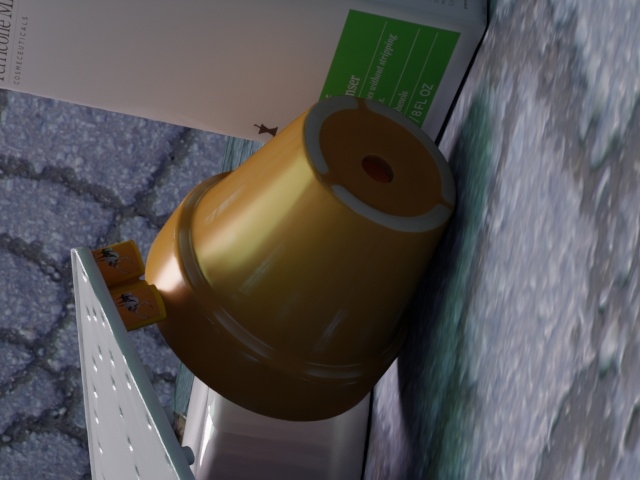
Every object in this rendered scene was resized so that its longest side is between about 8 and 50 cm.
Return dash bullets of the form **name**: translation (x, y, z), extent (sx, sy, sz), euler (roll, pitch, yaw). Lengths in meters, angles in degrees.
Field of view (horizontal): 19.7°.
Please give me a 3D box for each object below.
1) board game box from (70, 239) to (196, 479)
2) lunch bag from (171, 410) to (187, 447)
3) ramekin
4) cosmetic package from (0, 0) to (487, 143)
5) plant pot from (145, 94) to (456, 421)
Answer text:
- **board game box**: translation (-0.089, 0.255, 1.364), extent (0.390, 0.050, 0.390), euler (93, 153, -49)
- **lunch bag**: translation (-0.210, 0.387, 2.465), extent (0.287, 0.169, 0.235), euler (-108, 28, -65)
- **ramekin**: translation (-0.050, 0.190, 1.641), extent (0.277, 0.135, 0.277), euler (-170, 90, -83)
- **cosmetic package**: translation (-0.070, -0.197, 1.422), extent (0.197, 0.365, 0.155), euler (109, 168, -53)
- **plant pot**: translation (0.000, 0.000, 1.373), extent (0.188, 0.205, 0.205), euler (-52, 25, 41)
